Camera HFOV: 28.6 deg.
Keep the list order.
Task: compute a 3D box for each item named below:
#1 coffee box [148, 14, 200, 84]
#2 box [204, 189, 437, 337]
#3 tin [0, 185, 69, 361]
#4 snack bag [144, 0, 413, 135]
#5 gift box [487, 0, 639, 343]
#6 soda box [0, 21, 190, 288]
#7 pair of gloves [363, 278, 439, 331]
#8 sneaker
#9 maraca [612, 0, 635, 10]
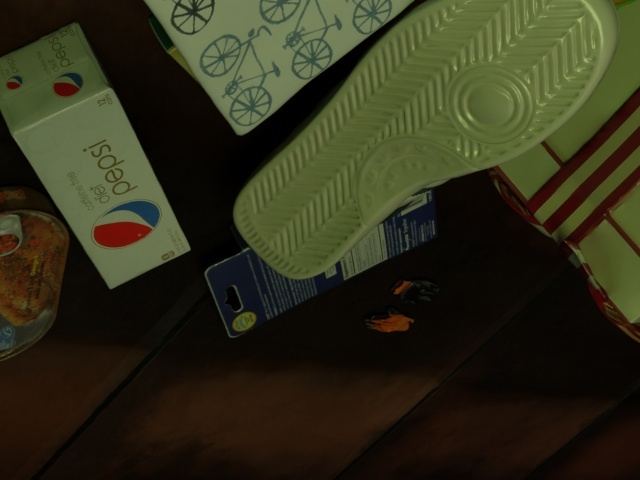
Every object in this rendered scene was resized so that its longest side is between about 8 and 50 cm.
[{"bbox_3d":[-0.017,-0.169,0.886,0.184,0.040,0.113,-34,149,6],"label":"coffee box"},{"bbox_3d":[0.000,0.000,1.155,0.225,0.036,0.136,-27,149,-9],"label":"box"},{"bbox_3d":[-0.257,0.030,0.977,0.106,0.040,0.189,-16,146,-31],"label":"tin"},{"bbox_3d":[0.022,-0.252,0.735,0.342,0.037,0.323,-40,147,-5],"label":"snack bag"},{"bbox_3d":[0.282,-0.081,1.080,0.258,0.255,0.276,-47,152,22],"label":"gift box"},{"bbox_3d":[-0.162,-0.054,0.904,0.074,0.069,0.216,-27,149,-6],"label":"soda box"},{"bbox_3d":[0.088,0.070,1.361,0.074,0.010,0.083,8,129,-45],"label":"pair of gloves"},{"bbox_3d":[0.079,-0.106,0.950,0.350,0.131,0.148,-31,-169,37],"label":"sneaker"},{"bbox_3d":[0.204,-0.221,0.941,0.127,0.099,0.185,23,130,-6],"label":"maraca"}]
